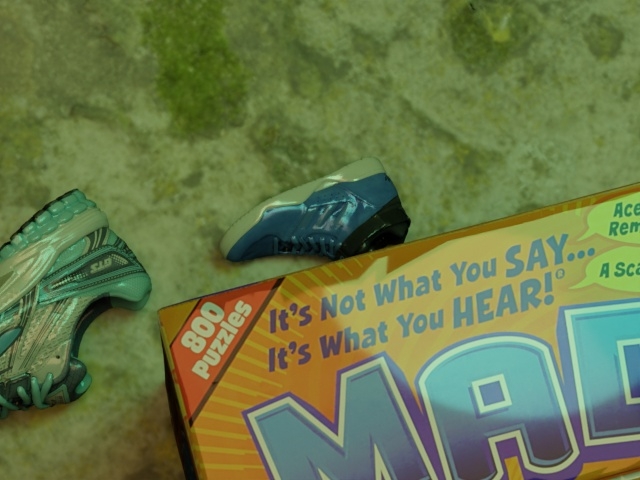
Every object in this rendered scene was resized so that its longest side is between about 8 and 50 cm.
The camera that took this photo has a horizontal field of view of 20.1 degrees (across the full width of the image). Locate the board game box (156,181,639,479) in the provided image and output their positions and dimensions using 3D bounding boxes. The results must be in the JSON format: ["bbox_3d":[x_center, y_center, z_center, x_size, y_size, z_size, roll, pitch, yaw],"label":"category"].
[{"bbox_3d":[0.101,0.200,1.265,0.356,0.356,0.356,-15,80,-7],"label":"board game box"}]

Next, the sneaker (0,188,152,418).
[{"bbox_3d":[-0.246,0.094,1.394,0.122,0.110,0.283,42,79,2],"label":"sneaker"}]

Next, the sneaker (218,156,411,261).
[{"bbox_3d":[0.000,0.000,1.453,0.152,0.058,0.084,-25,72,-15],"label":"sneaker"}]
